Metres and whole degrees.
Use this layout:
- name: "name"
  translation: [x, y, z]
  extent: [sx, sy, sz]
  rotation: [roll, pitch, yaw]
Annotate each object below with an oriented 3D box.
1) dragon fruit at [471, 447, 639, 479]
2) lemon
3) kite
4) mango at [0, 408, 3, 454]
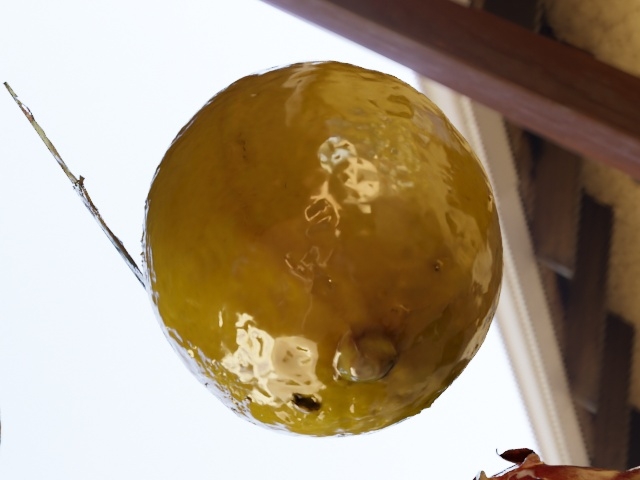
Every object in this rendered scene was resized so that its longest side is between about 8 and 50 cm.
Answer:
- name: "dragon fruit"
  translation: [0.255, 0.326, 1.250]
  extent: [0.250, 0.315, 0.250]
  rotation: [-2, -87, -48]
- name: "lemon"
  translation: [0.000, 0.003, 0.836]
  extent: [0.263, 0.236, 0.236]
  rotation: [-69, 4, -82]
- name: "kite"
  translation: [-0.245, -0.027, 1.462]
  extent: [0.014, 0.368, 0.406]
  rotation: [-35, 7, -8]
- name: "mango"
  translation: [-0.214, 0.078, 0.692]
  extent: [0.076, 0.103, 0.161]
  rotation: [-14, -64, -30]
